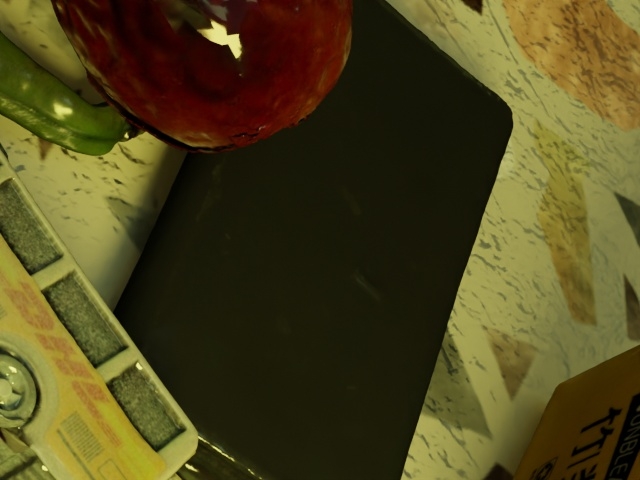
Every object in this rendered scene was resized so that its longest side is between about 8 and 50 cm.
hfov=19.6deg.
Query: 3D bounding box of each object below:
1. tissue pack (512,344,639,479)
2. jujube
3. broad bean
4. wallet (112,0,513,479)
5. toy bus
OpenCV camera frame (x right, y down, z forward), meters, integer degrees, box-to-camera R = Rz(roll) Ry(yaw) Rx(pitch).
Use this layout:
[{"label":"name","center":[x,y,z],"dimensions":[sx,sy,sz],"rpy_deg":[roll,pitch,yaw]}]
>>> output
[{"label":"tissue pack","center":[0.238,0.238,1.151],"dimensions":[0.228,0.293,0.382],"rpy_deg":[42,49,-12]},{"label":"jujube","center":[-0.080,-0.175,1.148],"dimensions":[0.183,0.183,0.243],"rpy_deg":[-34,103,-43]},{"label":"broad bean","center":[-0.222,-0.134,1.132],"dimensions":[0.318,0.056,0.098],"rpy_deg":[31,34,-40]},{"label":"wallet","center":[0.000,0.000,1.248],"dimensions":[0.228,0.062,0.406],"rpy_deg":[35,50,-18]},{"label":"toy bus","center":[-0.209,0.015,1.017],"dimensions":[0.342,0.097,0.138],"rpy_deg":[56,42,-1]}]
